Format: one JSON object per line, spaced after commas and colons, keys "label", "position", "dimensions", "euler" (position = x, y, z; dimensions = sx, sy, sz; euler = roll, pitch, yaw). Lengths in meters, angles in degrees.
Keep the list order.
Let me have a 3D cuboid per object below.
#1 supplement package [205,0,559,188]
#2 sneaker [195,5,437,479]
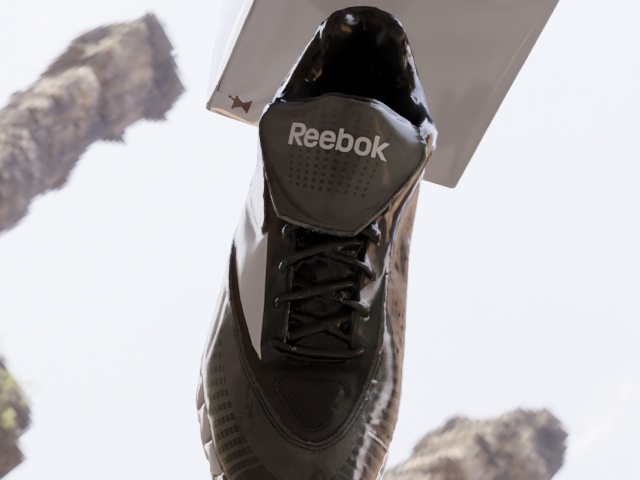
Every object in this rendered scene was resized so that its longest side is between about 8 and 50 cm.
{"label": "supplement package", "position": [0.033, -0.166, 0.876], "dimensions": [0.134, 0.244, 0.139], "euler": [17, -49, -11]}
{"label": "sneaker", "position": [0.000, 0.000, 0.651], "dimensions": [0.078, 0.234, 0.106], "euler": [9, -40, 1]}
